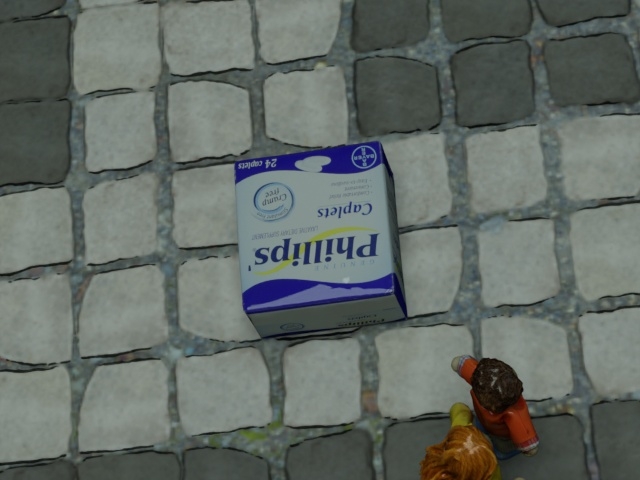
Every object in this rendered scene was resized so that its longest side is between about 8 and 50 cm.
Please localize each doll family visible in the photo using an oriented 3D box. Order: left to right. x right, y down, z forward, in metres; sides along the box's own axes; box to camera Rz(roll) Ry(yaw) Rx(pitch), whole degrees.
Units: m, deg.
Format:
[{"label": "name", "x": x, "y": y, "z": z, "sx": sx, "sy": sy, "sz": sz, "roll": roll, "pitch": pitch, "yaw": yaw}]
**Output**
[{"label": "doll family", "x": 0.157, "y": 0.201, "z": 1.184, "sx": 0.118, "sy": 0.163, "sz": 0.263, "roll": -41, "pitch": 68, "yaw": -8}]

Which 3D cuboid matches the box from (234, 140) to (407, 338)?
[{"label": "box", "x": 0.000, "y": 0.000, "z": 1.339, "sx": 0.126, "sy": 0.072, "sz": 0.137, "roll": -8, "pitch": 68, "yaw": 7}]
